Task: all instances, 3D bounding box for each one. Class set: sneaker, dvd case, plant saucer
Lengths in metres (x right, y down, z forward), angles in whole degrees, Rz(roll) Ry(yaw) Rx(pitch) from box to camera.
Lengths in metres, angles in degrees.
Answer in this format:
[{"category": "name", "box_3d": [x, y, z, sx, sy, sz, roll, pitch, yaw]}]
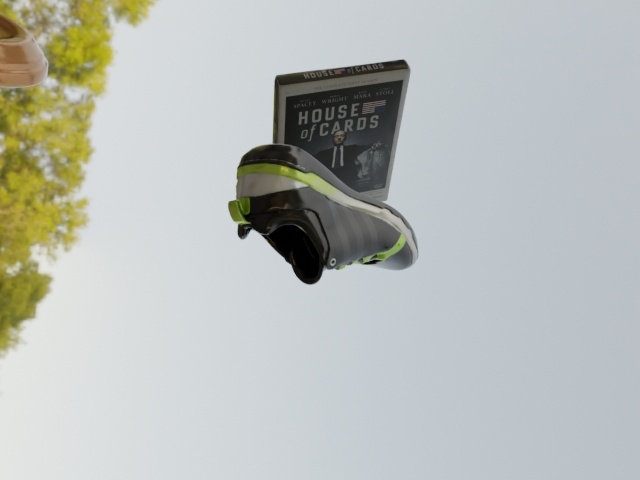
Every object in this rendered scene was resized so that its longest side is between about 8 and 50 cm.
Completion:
[{"category": "sneaker", "box_3d": [0.000, 0.000, 0.749, 0.084, 0.234, 0.097, -10, -118, 43]}, {"category": "dvd case", "box_3d": [0.021, -0.132, 1.120, 0.239, 0.179, 0.030, 96, -22, -47]}, {"category": "plant saucer", "box_3d": [-0.361, -0.204, 0.788, 0.200, 0.200, 0.037, 48, -58, 48]}]
